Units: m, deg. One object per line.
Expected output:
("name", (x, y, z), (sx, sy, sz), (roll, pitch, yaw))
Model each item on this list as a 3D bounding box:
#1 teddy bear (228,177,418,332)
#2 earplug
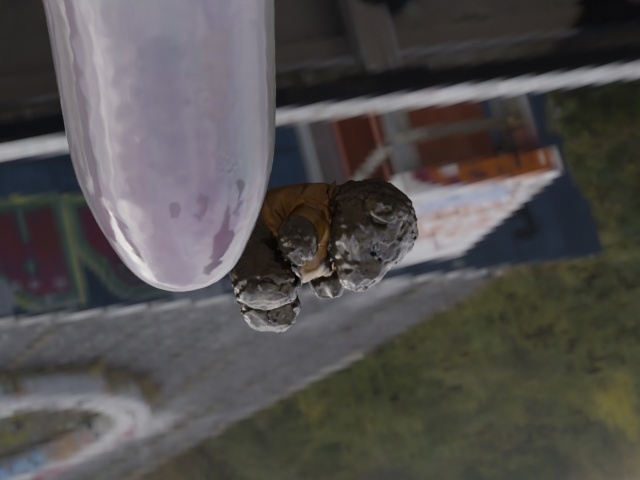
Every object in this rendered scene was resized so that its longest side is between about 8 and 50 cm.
("teddy bear", (0.000, 0.000, 1.536), (0.190, 0.140, 0.177), (-10, 163, 4))
("earplug", (-0.098, -0.098, 1.004), (0.172, 0.172, 0.301), (-10, 124, -15))
